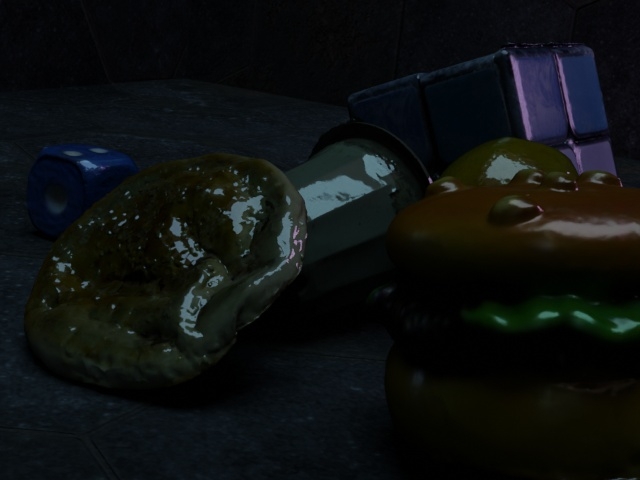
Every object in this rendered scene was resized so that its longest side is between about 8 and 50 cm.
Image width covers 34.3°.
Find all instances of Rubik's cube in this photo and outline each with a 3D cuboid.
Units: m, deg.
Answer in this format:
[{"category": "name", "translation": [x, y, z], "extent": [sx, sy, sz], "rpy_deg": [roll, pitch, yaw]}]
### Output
[{"category": "Rubik's cube", "translation": [0.271, -0.129, 1.681], "extent": [0.313, 0.318, 0.316], "rpy_deg": [-11, 1, 40]}]

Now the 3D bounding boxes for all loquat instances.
[{"category": "loquat", "translation": [0.235, -0.008, 1.321], "extent": [0.213, 0.246, 0.213], "rpy_deg": [19, -25, 9]}]

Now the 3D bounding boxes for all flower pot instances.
[{"category": "flower pot", "translation": [0.000, 0.000, 1.437], "extent": [0.290, 0.290, 0.259], "rpy_deg": [20, 33, 41]}]

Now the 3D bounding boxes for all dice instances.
[{"category": "dice", "translation": [-0.391, -0.080, 1.717], "extent": [0.143, 0.146, 0.146], "rpy_deg": [18, 19, 31]}]

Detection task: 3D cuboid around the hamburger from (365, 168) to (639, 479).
[{"category": "hamburger", "translation": [0.246, 0.066, 1.061], "extent": [0.395, 0.277, 0.396], "rpy_deg": [1, 3, 0]}]

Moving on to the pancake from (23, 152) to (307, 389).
[{"category": "pancake", "translation": [-0.191, 0.023, 1.247], "extent": [0.387, 0.082, 0.387], "rpy_deg": [-17, 40, 16]}]
